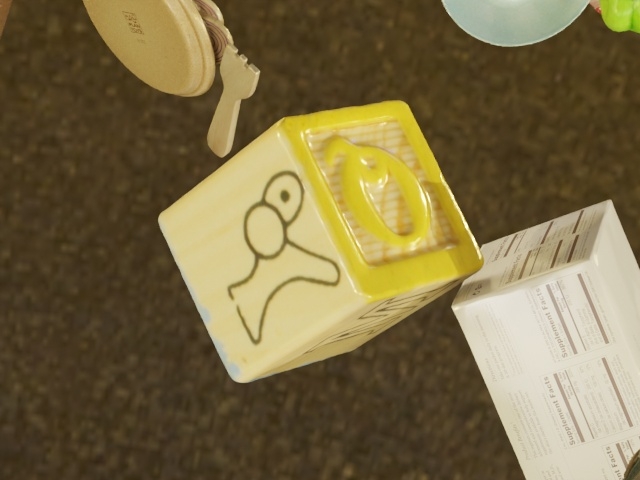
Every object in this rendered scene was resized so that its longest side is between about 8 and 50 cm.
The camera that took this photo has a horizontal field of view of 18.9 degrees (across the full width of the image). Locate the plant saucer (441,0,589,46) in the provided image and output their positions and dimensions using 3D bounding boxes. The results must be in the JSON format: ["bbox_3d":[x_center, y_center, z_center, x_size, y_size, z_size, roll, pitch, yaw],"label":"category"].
[{"bbox_3d":[0.214,-0.310,2.105,0.195,0.195,0.037,-1,24,-15],"label":"plant saucer"}]

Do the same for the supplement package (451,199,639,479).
[{"bbox_3d":[0.255,0.125,1.873,0.145,0.262,0.204,-19,11,18],"label":"supplement package"}]

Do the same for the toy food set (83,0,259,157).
[{"bbox_3d":[-0.103,-0.149,1.207,0.038,0.132,0.192,-39,78,-26],"label":"toy food set"}]

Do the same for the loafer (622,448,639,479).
[{"bbox_3d":[0.304,0.161,1.506,0.096,0.267,0.084,7,56,-15],"label":"loafer"}]

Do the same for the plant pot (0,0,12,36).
[{"bbox_3d":[-0.302,-0.297,1.493,0.215,0.215,0.230,23,82,10],"label":"plant pot"}]

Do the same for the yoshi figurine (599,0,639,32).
[{"bbox_3d":[0.154,-0.231,1.096,0.362,0.203,0.203,-10,46,22],"label":"yoshi figurine"}]

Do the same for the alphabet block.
[{"bbox_3d":[0.000,0.000,1.825,0.193,0.197,0.192,-16,76,-49],"label":"alphabet block"}]

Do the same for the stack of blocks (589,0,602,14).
[{"bbox_3d":[0.368,-0.454,2.512,0.087,0.171,0.297,-14,81,20],"label":"stack of blocks"}]
